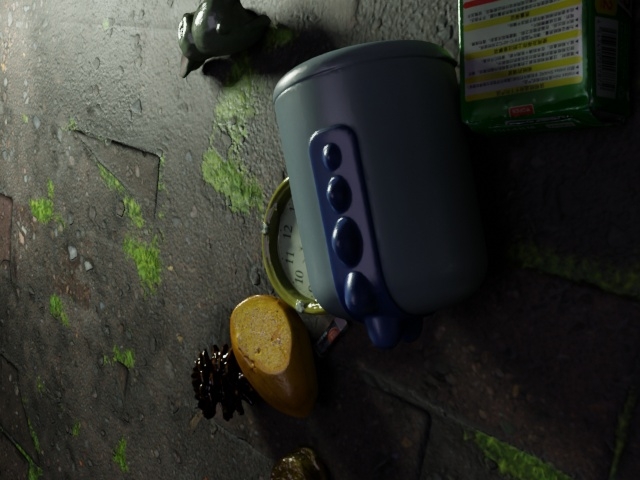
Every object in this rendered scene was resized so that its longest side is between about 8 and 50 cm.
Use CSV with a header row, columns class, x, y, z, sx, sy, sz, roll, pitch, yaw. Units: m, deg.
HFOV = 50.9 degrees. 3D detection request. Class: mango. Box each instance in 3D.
class,x,y,z,sx,sy,sz,roll,pitch,yaw
mango,-0.067,0.192,1.115,0.141,0.102,0.217,-38,67,18

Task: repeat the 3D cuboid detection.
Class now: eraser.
class,x,y,z,sx,sy,sz,roll,pitch,yaw
eraser,0.015,0.155,1.084,0.027,0.019,0.099,54,126,27

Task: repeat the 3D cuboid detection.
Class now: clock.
class,x,y,z,sx,sy,sz,roll,pitch,yaw
clock,0.000,0.000,1.062,0.237,0.057,0.237,2,92,44

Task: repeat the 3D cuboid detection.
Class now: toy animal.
class,x,y,z,sx,sy,sz,roll,pitch,yaw
toy animal,-0.203,-0.364,1.185,0.236,0.138,0.108,-11,119,40

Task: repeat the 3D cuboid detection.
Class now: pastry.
class,x,y,z,sx,sy,sz,roll,pitch,yaw
pastry,-0.037,0.403,1.129,0.097,0.057,0.109,27,113,38

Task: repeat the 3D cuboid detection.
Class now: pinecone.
class,x,y,z,sx,sy,sz,roll,pitch,yaw
pinecone,-0.164,0.251,1.199,0.120,0.140,0.140,-11,85,12

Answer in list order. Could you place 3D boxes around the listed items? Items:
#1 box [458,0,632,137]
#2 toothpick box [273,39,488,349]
class,x,y,z,sx,sy,sz,roll,pitch,yaw
box,0.253,-0.247,0.766,0.180,0.103,0.250,1,92,43
toothpick box,0.075,-0.046,0.844,0.263,0.263,0.355,-14,85,44
